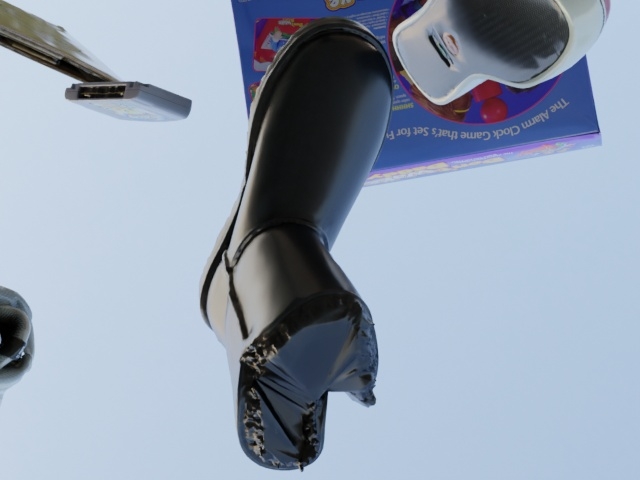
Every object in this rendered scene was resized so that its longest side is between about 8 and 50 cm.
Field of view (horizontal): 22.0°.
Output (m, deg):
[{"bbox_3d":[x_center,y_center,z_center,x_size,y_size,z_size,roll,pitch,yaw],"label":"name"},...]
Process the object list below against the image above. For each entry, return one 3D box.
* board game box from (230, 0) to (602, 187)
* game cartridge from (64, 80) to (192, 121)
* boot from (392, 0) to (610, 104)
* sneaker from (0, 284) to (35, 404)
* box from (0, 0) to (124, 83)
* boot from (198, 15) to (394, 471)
[{"bbox_3d":[0.094,-0.184,1.671,0.347,0.078,0.233,-9,-98,10],"label":"board game box"},{"bbox_3d":[-0.130,-0.095,1.136,0.083,0.056,0.017,4,-96,45],"label":"game cartridge"},{"bbox_3d":[0.161,-0.174,1.072,0.176,0.088,0.244,-34,-172,-14],"label":"boot"},{"bbox_3d":[-0.246,0.083,1.124,0.118,0.292,0.110,-13,-102,-2],"label":"sneaker"},{"bbox_3d":[-0.299,-0.212,1.698,0.201,0.164,0.021,39,-77,52],"label":"box"},{"bbox_3d":[0.000,0.000,1.042,0.246,0.094,0.207,-66,-159,17],"label":"boot"}]
